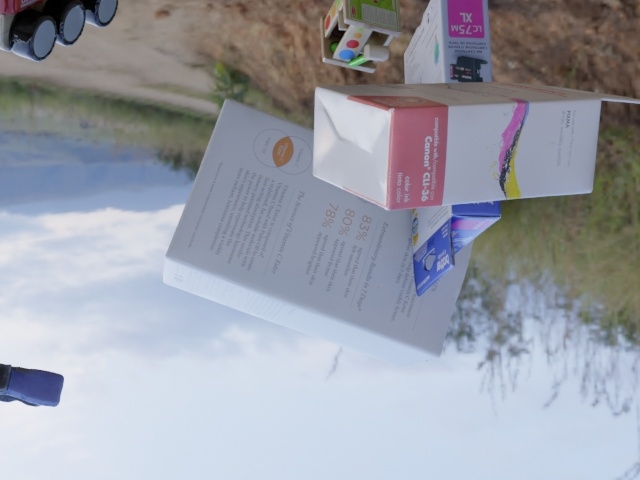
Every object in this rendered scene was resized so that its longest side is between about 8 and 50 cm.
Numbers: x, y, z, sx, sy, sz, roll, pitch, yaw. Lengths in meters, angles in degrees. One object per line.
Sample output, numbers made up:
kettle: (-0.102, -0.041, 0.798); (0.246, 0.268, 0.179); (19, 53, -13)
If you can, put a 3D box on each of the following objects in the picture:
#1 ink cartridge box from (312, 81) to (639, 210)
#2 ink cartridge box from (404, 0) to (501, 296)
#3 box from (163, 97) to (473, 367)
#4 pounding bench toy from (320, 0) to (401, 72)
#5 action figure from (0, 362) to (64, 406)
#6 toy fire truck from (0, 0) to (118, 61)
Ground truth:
ink cartridge box: (0.107, -0.070, 0.623); (0.198, 0.067, 0.115); (-6, -163, -23)
ink cartridge box: (0.142, -0.104, 1.011); (0.065, 0.311, 0.186); (3, 166, -6)
box: (0.000, 0.000, 1.153); (0.345, 0.215, 0.168); (21, 164, -6)
pounding bench toy: (0.034, -0.175, 0.800); (0.052, 0.083, 0.065); (9, 148, -19)
action figure: (-0.393, 0.164, 0.722); (0.341, 0.179, 0.330); (13, 147, -19)
toy fire truck: (-0.342, -0.365, 1.051); (0.158, 0.246, 0.217); (21, -146, 10)
